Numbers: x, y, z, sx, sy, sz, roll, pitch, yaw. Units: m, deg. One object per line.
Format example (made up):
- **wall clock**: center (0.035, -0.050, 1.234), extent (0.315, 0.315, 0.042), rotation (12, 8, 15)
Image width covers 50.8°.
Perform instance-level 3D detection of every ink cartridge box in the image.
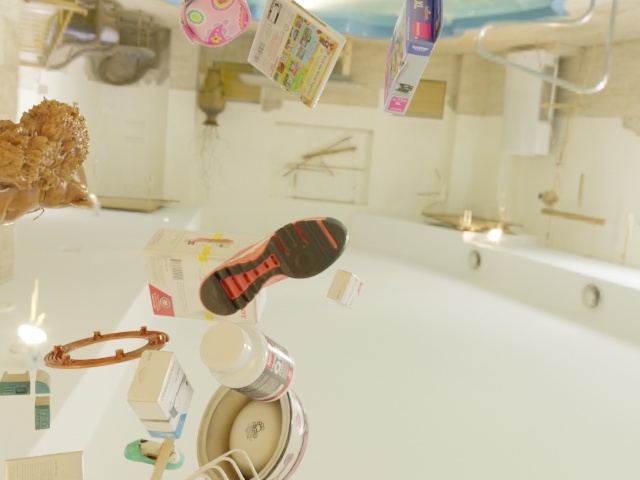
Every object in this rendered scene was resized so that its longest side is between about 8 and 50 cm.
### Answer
- **ink cartridge box**: center (0.088, 0.175, 2.417), extent (0.063, 0.109, 0.150), rotation (19, 170, 23)
- **ink cartridge box**: center (-0.386, 0.124, 2.324), extent (0.384, 0.279, 0.160), rotation (6, -149, 9)
- **ink cartridge box**: center (-0.384, 0.374, 1.633), extent (0.082, 0.191, 0.140), rotation (3, -130, 10)
- **ink cartridge box**: center (0.203, -0.445, 1.506), extent (0.065, 0.186, 0.311), rotation (8, 156, -7)

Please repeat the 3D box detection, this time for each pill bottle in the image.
- **pill bottle**: center (-0.203, 0.331, 1.860), extent (0.176, 0.176, 0.318), rotation (9, 160, 24)

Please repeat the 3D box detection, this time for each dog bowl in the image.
- **dog bowl**: center (-0.211, 0.635, 2.217), extent (0.407, 0.408, 0.150), rotation (13, 163, 45)

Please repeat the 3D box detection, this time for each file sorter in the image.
- **file sorter**: center (-0.275, 0.647, 1.627), extent (0.192, 0.173, 0.277), rotation (-33, 171, 16)

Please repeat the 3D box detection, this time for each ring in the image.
- **ring**: center (-0.586, 0.287, 1.855), extent (0.336, 0.032, 0.336), rotation (-5, -173, 1)

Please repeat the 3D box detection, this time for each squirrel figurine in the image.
- **squirrel figurine**: center (-0.699, -0.161, 1.626), extent (0.397, 0.281, 0.370), rotation (-28, 163, 33)

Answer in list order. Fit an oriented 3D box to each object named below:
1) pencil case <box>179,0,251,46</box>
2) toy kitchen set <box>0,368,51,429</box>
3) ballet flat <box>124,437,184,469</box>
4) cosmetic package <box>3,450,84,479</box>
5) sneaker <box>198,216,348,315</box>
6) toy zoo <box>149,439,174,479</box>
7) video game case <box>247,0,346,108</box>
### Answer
- **pencil case**: center (-0.202, -0.452, 1.162), extent (0.124, 0.124, 0.284), rotation (2, -131, -22)
- **toy kitchen set**: center (-0.864, 0.465, 1.881), extent (0.207, 0.166, 0.122), rotation (1, -156, -19)
- **ballet flat**: center (-0.540, 0.721, 2.280), extent (0.087, 0.083, 0.247), rotation (-35, 138, 28)
- **cosmetic package**: center (-0.688, 0.616, 1.679), extent (0.183, 0.152, 0.151), rotation (0, 159, -24)
- **sneaker**: center (-0.097, 0.029, 1.334), extent (0.313, 0.116, 0.136), rotation (-26, -164, 2)
- **toy zoo**: center (-0.509, 0.720, 2.108), extent (0.030, 0.192, 0.293), rotation (20, 149, -8)
- **video game case**: center (-0.062, -0.449, 1.594), extent (0.206, 0.227, 0.026), rotation (38, -127, 4)
